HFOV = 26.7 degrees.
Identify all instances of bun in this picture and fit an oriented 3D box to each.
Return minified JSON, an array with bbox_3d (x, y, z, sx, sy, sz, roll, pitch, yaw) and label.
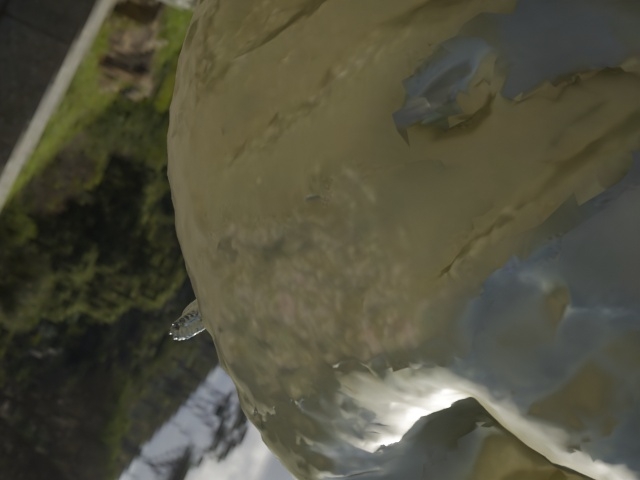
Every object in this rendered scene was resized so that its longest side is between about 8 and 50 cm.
[{"bbox_3d":[0.116,-0.045,0.510,0.211,0.360,0.359,-41,-156,57],"label":"bun"}]

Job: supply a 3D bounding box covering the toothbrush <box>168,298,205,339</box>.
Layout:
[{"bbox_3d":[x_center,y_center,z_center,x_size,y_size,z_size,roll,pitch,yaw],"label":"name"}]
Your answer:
[{"bbox_3d":[0.000,0.000,0.734,0.286,0.020,0.025,-33,-173,44],"label":"toothbrush"}]
